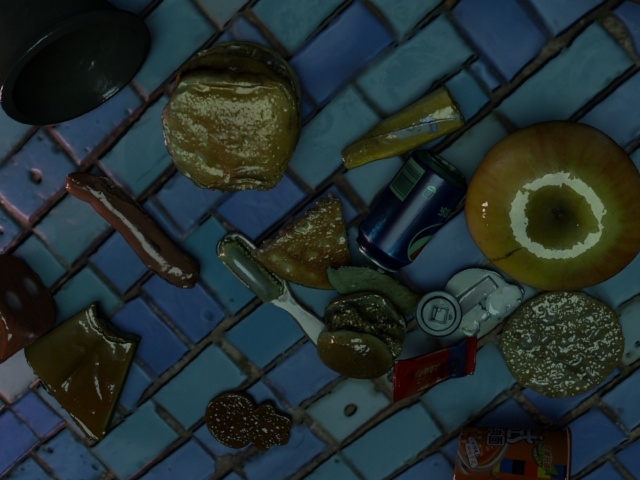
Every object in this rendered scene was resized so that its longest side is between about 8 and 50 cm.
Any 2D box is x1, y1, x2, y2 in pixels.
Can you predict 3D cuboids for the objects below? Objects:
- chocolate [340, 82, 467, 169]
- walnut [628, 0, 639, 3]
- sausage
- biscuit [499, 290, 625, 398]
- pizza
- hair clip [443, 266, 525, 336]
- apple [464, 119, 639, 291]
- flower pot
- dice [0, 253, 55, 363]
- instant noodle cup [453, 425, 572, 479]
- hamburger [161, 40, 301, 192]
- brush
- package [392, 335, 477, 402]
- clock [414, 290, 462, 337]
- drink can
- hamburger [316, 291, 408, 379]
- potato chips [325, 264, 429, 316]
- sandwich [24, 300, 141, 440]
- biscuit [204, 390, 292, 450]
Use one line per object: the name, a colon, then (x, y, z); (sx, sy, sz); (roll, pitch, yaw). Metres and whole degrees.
chocolate: (0.135, -0.180, 1.363); (0.219, 0.085, 0.085); (-27, 101, 18)
walnut: (0.497, -0.474, 1.125); (0.252, 0.277, 0.313); (5, 105, 46)
sausage: (-0.340, -0.021, 1.474); (0.078, 0.078, 0.304); (-43, 98, 17)
biscuit: (0.436, 0.189, 1.453); (0.220, 0.033, 0.220); (3, 108, 9)
pizza: (0.000, 0.000, 1.436); (0.201, 0.053, 0.193); (25, 115, -16)
hair clip: (0.272, 0.109, 1.444); (0.172, 0.049, 0.116); (-41, 102, 14)
apple: (0.374, -0.054, 1.284); (0.286, 0.233, 0.286); (3, 106, 11)
flower pot: (-0.436, -0.332, 1.326); (0.269, 0.269, 0.166); (-41, 77, 17)
dice: (-0.617, 0.138, 1.507); (0.174, 0.179, 0.175); (-31, 96, 16)
instant noodle cup: (0.341, 0.446, 1.444); (0.192, 0.250, 0.250); (5, 107, 16)
hamburger: (-0.140, -0.208, 1.347); (0.244, 0.163, 0.244); (1, 113, 2)
brush: (-0.075, 0.111, 1.483); (0.072, 0.067, 0.313); (-42, 99, 16)
package: (0.207, 0.229, 1.440); (0.200, 0.022, 0.083); (-11, 115, -34)
clock: (0.210, 0.130, 1.424); (0.085, 0.017, 0.085); (0, 90, 9)
drink can: (0.153, -0.050, 1.375); (0.118, 0.118, 0.205); (36, 109, -4)
hamburger: (0.076, 0.187, 1.437); (0.159, 0.131, 0.185); (-19, 130, 31)
potato chips: (0.105, 0.085, 1.429); (0.209, 0.026, 0.142); (12, 150, -6)
sandwich: (-0.434, 0.257, 1.574); (0.212, 0.063, 0.245); (-32, 101, 14)
biscuit: (-0.143, 0.359, 1.584); (0.175, 0.026, 0.124); (12, 109, 4)
